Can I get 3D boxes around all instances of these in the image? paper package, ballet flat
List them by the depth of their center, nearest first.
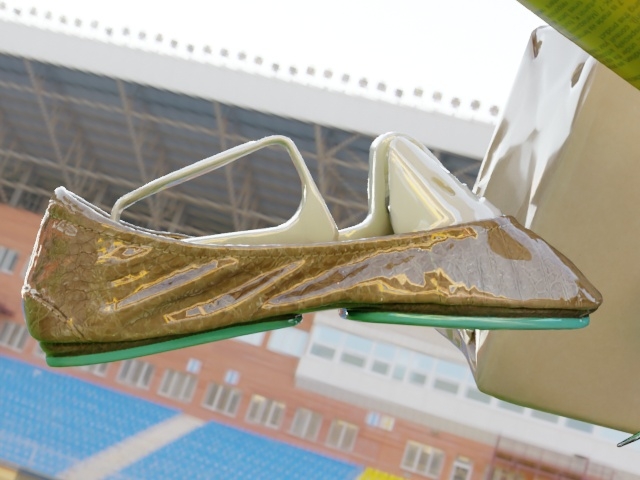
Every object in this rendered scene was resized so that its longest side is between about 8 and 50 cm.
[{"bbox_3d":[0.000,0.000,0.588,0.342,0.124,0.116,-3,1,-6],"label":"ballet flat"},{"bbox_3d":[0.298,0.006,0.844,0.324,0.310,0.168,16,10,-13],"label":"paper package"}]

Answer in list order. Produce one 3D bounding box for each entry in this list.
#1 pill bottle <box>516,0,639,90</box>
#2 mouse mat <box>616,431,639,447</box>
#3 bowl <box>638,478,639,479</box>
[{"bbox_3d":[0.171,-0.150,0.524,0.208,0.119,0.119,35,-20,-5],"label":"pill bottle"},{"bbox_3d":[0.278,0.068,0.601,0.152,0.007,0.190,-15,-23,-36],"label":"mouse mat"},{"bbox_3d":[0.253,0.198,0.662,0.170,0.170,0.080,-1,-44,46],"label":"bowl"}]
